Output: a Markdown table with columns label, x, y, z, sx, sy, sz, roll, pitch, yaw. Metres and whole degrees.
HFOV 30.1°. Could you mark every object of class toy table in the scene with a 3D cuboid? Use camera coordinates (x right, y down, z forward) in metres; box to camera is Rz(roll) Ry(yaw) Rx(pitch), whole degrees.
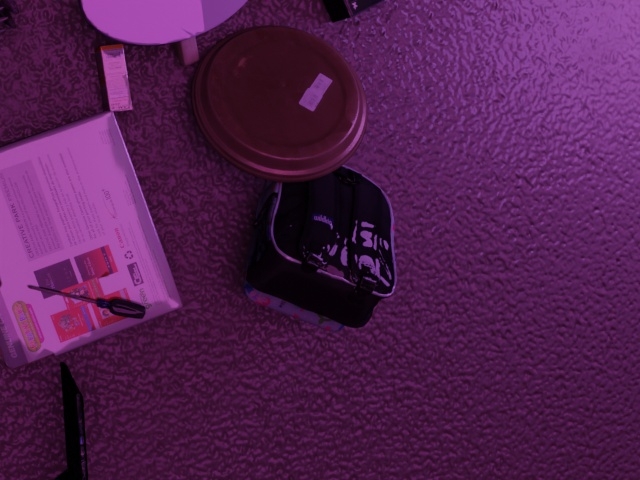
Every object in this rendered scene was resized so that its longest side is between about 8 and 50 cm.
| label | x | y | z | sx | sy | sz | roll | pitch | yaw |
| --- | --- | --- | --- | --- | --- | --- | --- | --- | --- |
| toy table | -0.230 | -0.380 | 1.752 | 0.274 | 0.161 | 0.252 | -13 | 98 | -17 |

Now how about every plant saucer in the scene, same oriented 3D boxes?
| label | x | y | z | sx | sy | sz | roll | pitch | yaw |
| --- | --- | --- | --- | --- | --- | --- | --- | --- | --- |
| plant saucer | -0.058 | -0.219 | 1.816 | 0.277 | 0.041 | 0.278 | 6 | 63 | -12 |

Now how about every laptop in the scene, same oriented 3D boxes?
| label | x | y | z | sx | sy | sz | roll | pitch | yaw |
| --- | --- | --- | --- | --- | --- | --- | --- | --- | --- |
| laptop | -0.414 | 0.331 | 1.720 | 0.136 | 0.234 | 0.265 | -4 | 97 | -18 |

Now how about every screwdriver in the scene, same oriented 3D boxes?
| label | x | y | z | sx | sy | sz | roll | pitch | yaw |
| --- | --- | --- | --- | --- | --- | --- | --- | --- | --- |
| screwdriver | -0.333 | 0.085 | 1.703 | 0.169 | 0.025 | 0.024 | 14 | 93 | -9 |

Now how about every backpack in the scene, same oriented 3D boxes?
| label | x | y | z | sx | sy | sz | roll | pitch | yaw |
| --- | --- | --- | --- | --- | --- | --- | --- | --- | --- |
| backpack | 0.000 | 0.000 | 1.833 | 0.225 | 0.191 | 0.254 | 22 | 49 | -19 |

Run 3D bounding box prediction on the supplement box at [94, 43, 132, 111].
| label | x | y | z | sx | sy | sz | roll | pitch | yaw |
| --- | --- | --- | --- | --- | --- | --- | --- | --- | --- |
| supplement box | -0.311 | -0.243 | 1.790 | 0.036 | 0.062 | 0.099 | -10 | 99 | -18 |

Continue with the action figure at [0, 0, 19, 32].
| label | x | y | z | sx | sy | sz | roll | pitch | yaw |
| --- | --- | --- | --- | --- | --- | --- | --- | --- | --- |
| action figure | -0.566 | -0.277 | 1.657 | 0.285 | 0.185 | 0.099 | -31 | 79 | -17 |

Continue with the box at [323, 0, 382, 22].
| label | x | y | z | sx | sy | sz | roll | pitch | yaw |
| --- | --- | --- | --- | --- | --- | --- | --- | --- | --- |
| box | 0.104 | -0.484 | 1.879 | 0.261 | 0.103 | 0.184 | -29 | 100 | -14 |

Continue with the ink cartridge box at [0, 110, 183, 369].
| label | x | y | z | sx | sy | sz | roll | pitch | yaw |
| --- | --- | --- | --- | --- | --- | --- | --- | --- | --- |
| ink cartridge box | -0.387 | -0.003 | 1.752 | 0.271 | 0.130 | 0.310 | -21 | 100 | -15 |
